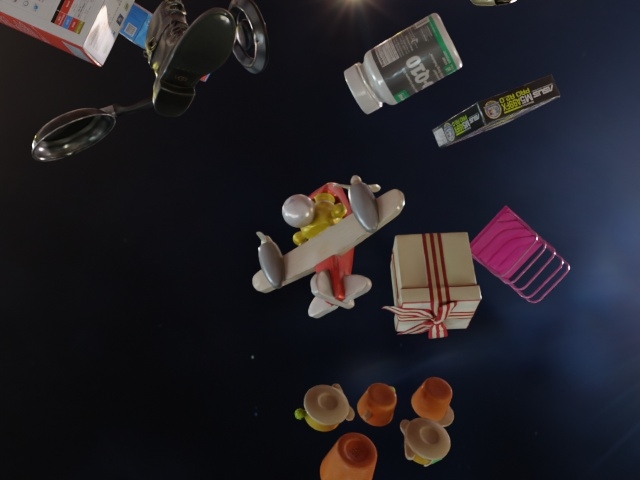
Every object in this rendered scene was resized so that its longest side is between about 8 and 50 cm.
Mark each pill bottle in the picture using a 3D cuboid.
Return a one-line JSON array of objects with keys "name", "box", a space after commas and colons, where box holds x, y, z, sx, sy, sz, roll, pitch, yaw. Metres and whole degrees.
[{"name": "pill bottle", "box": [0.277, -0.591, 2.125, 0.361, 0.204, 0.204, -27, -154, 18]}]

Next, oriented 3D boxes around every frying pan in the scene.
[{"name": "frying pan", "box": [-0.503, -0.272, 1.391, 0.326, 0.053, 0.197, -31, 179, 13]}]

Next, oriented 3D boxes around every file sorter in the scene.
[{"name": "file sorter", "box": [0.674, 0.062, 2.106, 0.202, 0.291, 0.182, -49, -137, 12]}]

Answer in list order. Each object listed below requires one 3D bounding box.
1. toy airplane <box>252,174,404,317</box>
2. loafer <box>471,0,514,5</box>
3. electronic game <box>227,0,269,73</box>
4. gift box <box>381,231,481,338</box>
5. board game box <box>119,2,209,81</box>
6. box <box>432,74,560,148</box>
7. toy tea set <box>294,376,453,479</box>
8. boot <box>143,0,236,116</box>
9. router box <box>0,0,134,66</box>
[{"name": "toy airplane", "box": [0.000, 0.000, 1.624, 0.386, 0.272, 0.384, -53, -152, -11]}, {"name": "loafer", "box": [0.536, -0.758, 1.940, 0.148, 0.056, 0.050, 5, -146, 27]}, {"name": "electronic game", "box": [-0.219, -0.618, 1.881, 0.048, 0.229, 0.229, -24, -145, -26]}, {"name": "gift box", "box": [0.315, 0.147, 1.874, 0.276, 0.255, 0.258, -6, -120, 4]}, {"name": "board game box", "box": [-0.495, -0.606, 1.789, 0.308, 0.086, 0.302, 38, -169, 26]}, {"name": "box", "box": [0.436, -0.321, 1.590, 0.216, 0.060, 0.270, -22, -179, -14]}, {"name": "toy tea set", "box": [0.120, 0.371, 1.189, 0.336, 0.124, 0.200, -2, -138, -22]}, {"name": "boot", "box": [-0.264, -0.385, 1.165, 0.091, 0.263, 0.229, 14, -133, -40]}, {"name": "router box", "box": [-0.404, -0.482, 0.944, 0.301, 0.335, 0.082, 25, 177, 3]}]
